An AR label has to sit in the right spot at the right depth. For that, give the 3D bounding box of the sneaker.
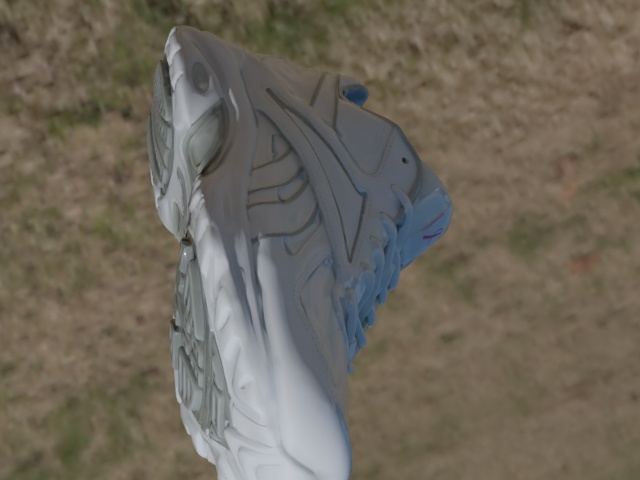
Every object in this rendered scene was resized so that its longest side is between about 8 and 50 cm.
[{"bbox_3d":[0.000,0.000,0.590,0.115,0.232,0.090,1,135,-13],"label":"sneaker"}]
